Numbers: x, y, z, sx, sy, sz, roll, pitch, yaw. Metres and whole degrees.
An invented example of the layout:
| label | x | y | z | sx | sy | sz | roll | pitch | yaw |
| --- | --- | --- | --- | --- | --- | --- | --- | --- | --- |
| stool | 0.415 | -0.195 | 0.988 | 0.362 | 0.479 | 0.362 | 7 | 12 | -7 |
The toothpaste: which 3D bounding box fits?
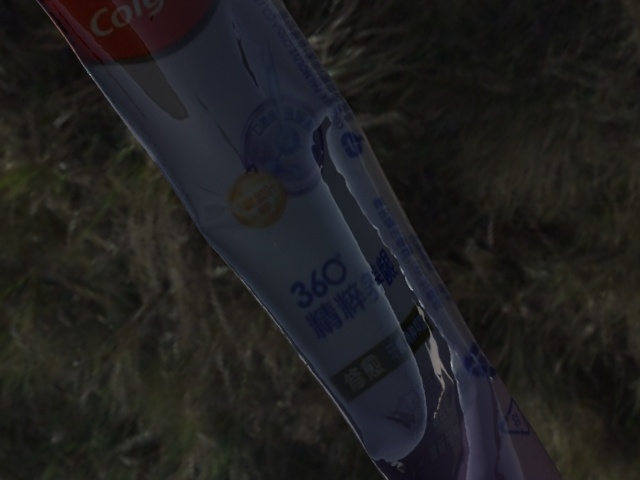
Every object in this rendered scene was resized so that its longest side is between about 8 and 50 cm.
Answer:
| label | x | y | z | sx | sy | sz | roll | pitch | yaw |
| --- | --- | --- | --- | --- | --- | --- | --- | --- | --- |
| toothpaste | 0.000 | 0.000 | 0.460 | 0.075 | 0.048 | 0.301 | -37 | 81 | 18 |
